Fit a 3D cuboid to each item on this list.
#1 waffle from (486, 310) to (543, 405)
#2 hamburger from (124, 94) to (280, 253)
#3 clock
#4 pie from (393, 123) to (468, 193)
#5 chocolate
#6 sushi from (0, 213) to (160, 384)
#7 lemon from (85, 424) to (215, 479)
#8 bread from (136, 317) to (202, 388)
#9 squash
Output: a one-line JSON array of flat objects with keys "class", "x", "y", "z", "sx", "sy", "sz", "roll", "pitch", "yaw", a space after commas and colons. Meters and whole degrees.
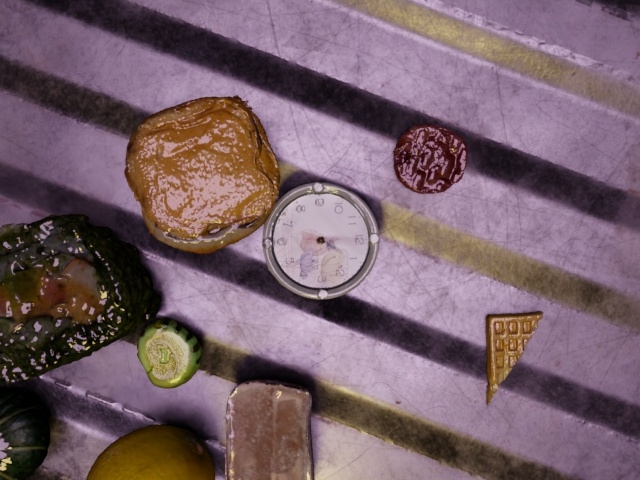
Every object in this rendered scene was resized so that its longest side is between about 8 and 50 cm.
[{"class": "waffle", "x": 0.401, "y": 0.244, "z": 1.350, "sx": 0.125, "sy": 0.032, "sz": 0.190, "roll": -4, "pitch": 95, "yaw": 0}, {"class": "hamburger", "x": -0.223, "y": -0.125, "z": 1.279, "sx": 0.319, "sy": 0.158, "sz": 0.318, "roll": 0, "pitch": 93, "yaw": 2}, {"class": "clock", "x": 0.000, "y": 0.000, "z": 1.332, "sx": 0.237, "sy": 0.053, "sz": 0.236, "roll": 0, "pitch": 91, "yaw": 2}, {"class": "pie", "x": 0.220, "y": -0.164, "z": 1.326, "sx": 0.154, "sy": 0.038, "sz": 0.153, "roll": 0, "pitch": 95, "yaw": -1}, {"class": "chocolate", "x": -0.096, "y": 0.428, "z": 1.338, "sx": 0.185, "sy": 0.100, "sz": 0.303, "roll": 1, "pitch": 91, "yaw": 12}, {"class": "sushi", "x": -0.526, "y": 0.100, "z": 1.292, "sx": 0.352, "sy": 0.178, "sz": 0.294, "roll": -24, "pitch": 90, "yaw": 6}, {"class": "lemon", "x": -0.317, "y": 0.472, "z": 1.279, "sx": 0.240, "sy": 0.240, "sz": 0.219, "roll": 42, "pitch": 91, "yaw": -1}, {"class": "bread", "x": -0.310, "y": 0.230, "z": 1.346, "sx": 0.130, "sy": 0.071, "sz": 0.139, "roll": -44, "pitch": 93, "yaw": 6}, {"class": "squash", "x": -0.653, "y": 0.397, "z": 1.315, "sx": 0.218, "sy": 0.172, "sz": 0.218, "roll": 0, "pitch": 94, "yaw": 3}]
